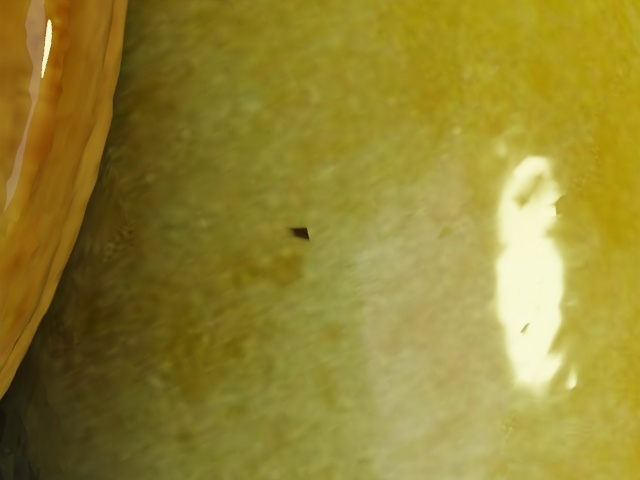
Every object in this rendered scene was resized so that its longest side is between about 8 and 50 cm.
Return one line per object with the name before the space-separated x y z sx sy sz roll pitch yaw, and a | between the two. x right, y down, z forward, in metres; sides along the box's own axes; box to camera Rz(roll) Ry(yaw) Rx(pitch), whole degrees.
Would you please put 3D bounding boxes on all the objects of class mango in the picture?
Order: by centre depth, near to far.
mango | 0.000 0.000 0.472 0.199 0.221 0.384 -18 99 -42

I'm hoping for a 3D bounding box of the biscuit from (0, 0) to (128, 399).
biscuit | -0.256 -0.096 0.401 0.455 0.078 0.350 40 101 2
